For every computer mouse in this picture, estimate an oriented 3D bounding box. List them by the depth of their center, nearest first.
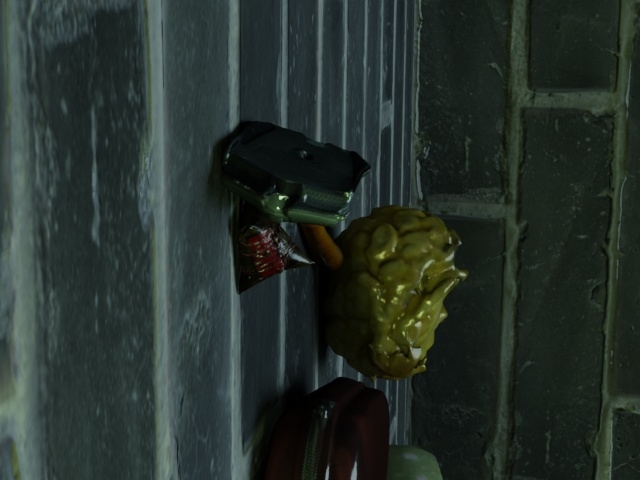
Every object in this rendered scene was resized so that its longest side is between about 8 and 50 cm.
[{"bbox_3d":[-0.026,-0.048,1.150,0.231,0.126,0.071,-70,-179,-74],"label":"computer mouse"}]

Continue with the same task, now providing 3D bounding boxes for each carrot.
[{"bbox_3d":[0.000,0.000,1.579,0.190,0.037,0.037,64,30,-70],"label":"carrot"}]

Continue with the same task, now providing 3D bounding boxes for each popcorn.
[{"bbox_3d":[0.096,0.070,1.740,0.250,0.190,0.250,-165,-90,-84],"label":"popcorn"}]

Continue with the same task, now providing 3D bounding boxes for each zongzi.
[{"bbox_3d":[-0.041,0.009,1.187,0.067,0.073,0.083,-115,-157,-66],"label":"zongzi"}]

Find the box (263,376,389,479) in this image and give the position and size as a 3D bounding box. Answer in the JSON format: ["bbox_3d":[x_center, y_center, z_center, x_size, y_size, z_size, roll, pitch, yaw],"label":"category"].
[{"bbox_3d":[0.009,0.295,1.460,0.404,0.108,0.263,9,86,-82],"label":"box"}]

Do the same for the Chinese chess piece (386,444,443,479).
[{"bbox_3d":[0.097,0.462,1.780,0.349,0.146,0.350,179,-90,-88],"label":"Chinese chess piece"}]
